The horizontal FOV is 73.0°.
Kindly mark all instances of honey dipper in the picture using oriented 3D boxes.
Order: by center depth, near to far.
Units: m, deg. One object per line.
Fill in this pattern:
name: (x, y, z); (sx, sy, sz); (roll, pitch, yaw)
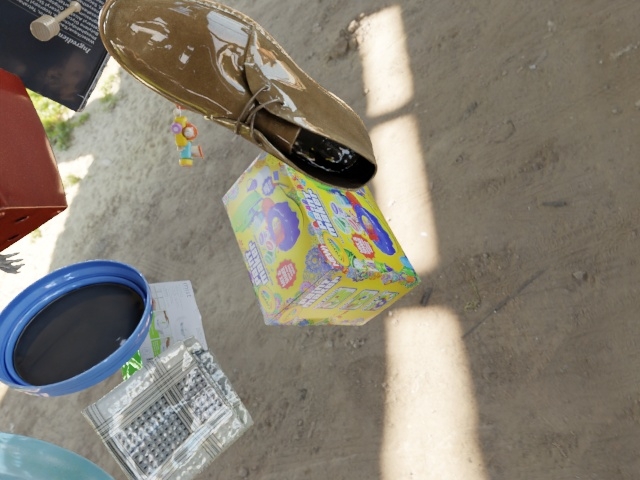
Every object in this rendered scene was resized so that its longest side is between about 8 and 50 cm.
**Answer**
honey dipper: (-0.438, -0.375, 0.730); (0.030, 0.030, 0.160); (-32, 35, 21)

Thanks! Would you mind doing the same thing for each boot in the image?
boot: (-0.064, -0.143, 0.432); (0.112, 0.305, 0.115); (-55, 28, 23)

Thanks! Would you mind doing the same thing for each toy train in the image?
toy train: (-0.253, -0.222, 0.840); (0.046, 0.166, 0.125); (1, 53, -7)

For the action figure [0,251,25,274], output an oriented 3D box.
action figure: (-0.612, -0.002, 0.785); (0.141, 0.164, 0.275); (15, 44, 3)

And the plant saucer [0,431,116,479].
plant saucer: (-0.310, 0.268, 0.366); (0.318, 0.318, 0.043); (21, 87, 46)

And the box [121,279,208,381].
box: (-0.497, 0.269, 1.340); (0.127, 0.231, 0.261); (-28, 75, 33)

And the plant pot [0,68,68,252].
plant pot: (-0.541, -0.094, 0.612); (0.267, 0.235, 0.267); (-34, 6, -1)

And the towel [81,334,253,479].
towel: (-0.361, 0.444, 1.095); (0.324, 0.312, 0.056); (-35, 3, -39)

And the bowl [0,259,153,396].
bowl: (-0.624, 0.214, 1.106); (0.391, 0.077, 0.391); (-3, 43, 3)

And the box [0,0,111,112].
box: (-0.578, -0.648, 1.003); (0.471, 0.297, 0.479); (-49, 39, 25)

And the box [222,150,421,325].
box: (0.000, 0.000, 0.853); (0.177, 0.279, 0.289); (-43, 57, 28)
